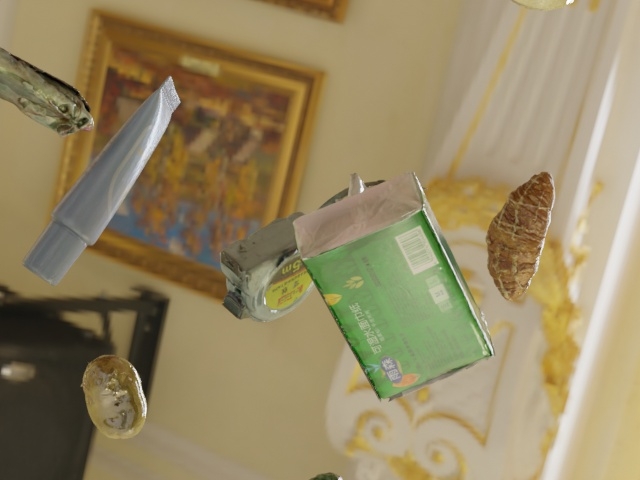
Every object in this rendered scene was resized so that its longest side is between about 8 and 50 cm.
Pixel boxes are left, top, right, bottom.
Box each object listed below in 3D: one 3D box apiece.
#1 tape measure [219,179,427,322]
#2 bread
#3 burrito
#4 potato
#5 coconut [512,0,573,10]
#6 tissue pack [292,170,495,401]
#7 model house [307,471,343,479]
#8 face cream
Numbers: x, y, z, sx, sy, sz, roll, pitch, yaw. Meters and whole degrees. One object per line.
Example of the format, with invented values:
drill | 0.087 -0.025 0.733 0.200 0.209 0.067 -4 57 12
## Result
tape measure | -0.001 -0.001 1.831 0.330 0.164 0.084 -29 -121 -30
bread | 0.326 -0.009 2.188 0.076 0.233 0.105 5 -160 -32
burrito | -0.485 -0.253 2.019 0.309 0.066 0.096 31 149 -30
potato | -0.321 0.241 2.031 0.091 0.138 0.070 -15 -161 -12
coconut | 0.295 -0.388 1.699 0.147 0.153 0.147 4 -121 -7
tissue pack | 0.079 0.039 1.453 0.148 0.209 0.156 -25 -152 8
model house | 0.063 0.453 1.719 0.184 0.253 0.291 -40 -167 -18
face cream | -0.351 -0.098 2.152 0.086 0.385 0.135 34 170 8
